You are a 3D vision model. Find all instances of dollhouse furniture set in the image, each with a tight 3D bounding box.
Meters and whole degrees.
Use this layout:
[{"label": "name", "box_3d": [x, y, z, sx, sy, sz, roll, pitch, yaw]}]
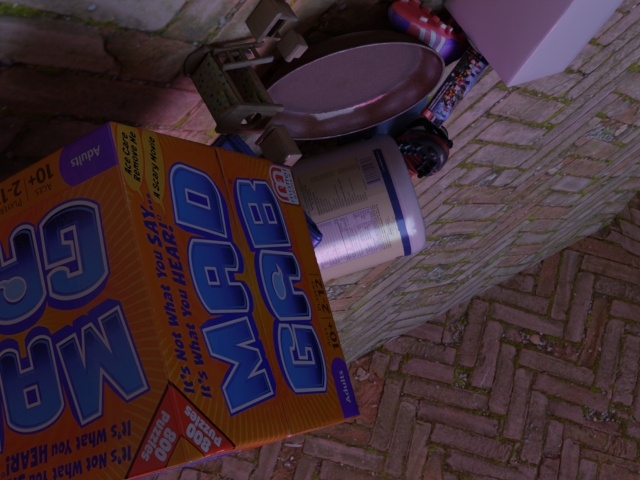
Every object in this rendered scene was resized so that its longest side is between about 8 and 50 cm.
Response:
[{"label": "dollhouse furniture set", "box_3d": [-0.078, -0.210, 1.137, 0.101, 0.181, 0.161, -8, 151, -49]}]

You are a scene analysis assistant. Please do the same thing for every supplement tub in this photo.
[{"label": "supplement tub", "box_3d": [0.011, -0.044, 1.563, 0.325, 0.235, 0.235, -18, 161, 2]}]

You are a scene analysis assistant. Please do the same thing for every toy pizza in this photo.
[{"label": "toy pizza", "box_3d": [0.113, -0.240, 1.584, 0.201, 0.032, 0.201, -27, 160, -11]}]

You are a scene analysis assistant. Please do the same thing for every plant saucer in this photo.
[{"label": "plant saucer", "box_3d": [0.041, -0.248, 1.337, 0.311, 0.050, 0.310, -14, 164, -4]}]

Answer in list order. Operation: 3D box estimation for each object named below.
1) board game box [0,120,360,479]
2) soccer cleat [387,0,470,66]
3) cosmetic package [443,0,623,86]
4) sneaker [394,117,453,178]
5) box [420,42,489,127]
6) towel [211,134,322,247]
[{"label": "board game box", "box_3d": [-0.225, 0.110, 1.048, 0.356, 0.356, 0.356, -22, 166, 27]}, {"label": "soccer cleat", "box_3d": [0.170, -0.328, 1.374, 0.095, 0.083, 0.248, -49, 159, 24]}, {"label": "cosmetic package", "box_3d": [0.362, -0.426, 1.247, 0.155, 0.196, 0.365, -20, 160, -31]}, {"label": "sneaker", "box_3d": [0.206, -0.190, 1.670, 0.135, 0.097, 0.276, -40, -172, -7]}, {"label": "box", "box_3d": [0.275, -0.314, 1.474, 0.233, 0.044, 0.159, -50, 178, -41]}, {"label": "towel", "box_3d": [-0.174, 0.003, 1.465, 0.336, 0.243, 0.040, -43, 178, 31]}]
